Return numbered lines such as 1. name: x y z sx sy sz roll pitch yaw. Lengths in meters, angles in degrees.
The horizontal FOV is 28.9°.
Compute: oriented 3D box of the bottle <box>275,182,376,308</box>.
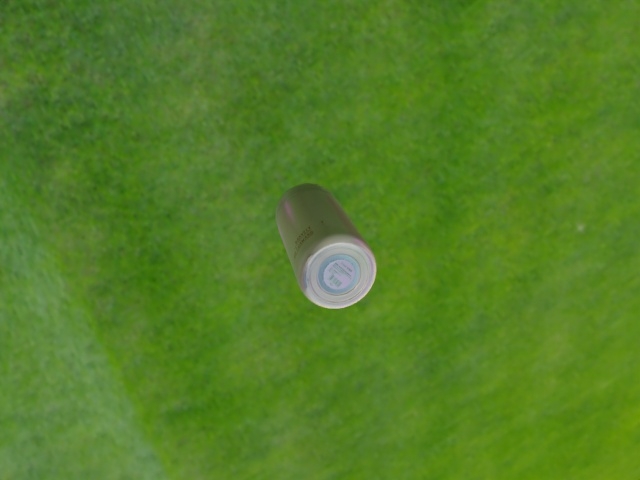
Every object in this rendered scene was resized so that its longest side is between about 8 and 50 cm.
1. bottle: 0.000 0.000 0.722 0.045 0.096 0.045 -5 115 -11
